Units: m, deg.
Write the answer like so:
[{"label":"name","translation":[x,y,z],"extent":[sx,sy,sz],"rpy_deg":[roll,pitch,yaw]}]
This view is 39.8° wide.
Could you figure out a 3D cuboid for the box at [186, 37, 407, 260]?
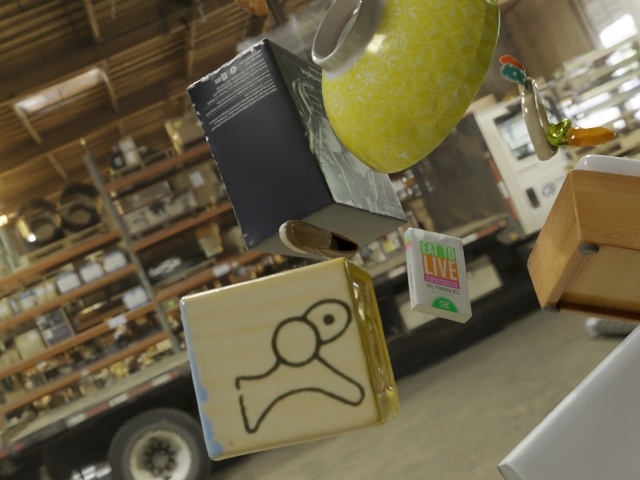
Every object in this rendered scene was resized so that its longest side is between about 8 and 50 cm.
[{"label":"box","translation":[-0.030,-0.145,1.582],"extent":[0.179,0.313,0.343],"rpy_deg":[-27,-15,22]}]

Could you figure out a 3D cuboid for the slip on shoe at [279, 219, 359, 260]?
[{"label":"slip on shoe","translation":[0.000,0.000,1.334],"extent":[0.135,0.051,0.041],"rpy_deg":[25,-36,-33]}]

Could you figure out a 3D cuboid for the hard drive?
[{"label":"hard drive","translation":[0.374,0.241,1.020],"extent":[0.307,0.203,0.040],"rpy_deg":[-36,-10,-25]}]

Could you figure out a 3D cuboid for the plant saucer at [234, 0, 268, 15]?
[{"label":"plant saucer","translation":[-0.116,-0.378,1.113],"extent":[0.037,0.200,0.200],"rpy_deg":[-20,0,-2]}]

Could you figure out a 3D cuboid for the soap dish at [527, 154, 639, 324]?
[{"label":"soap dish","translation":[0.400,0.014,1.126],"extent":[0.228,0.118,0.291],"rpy_deg":[9,-23,7]}]

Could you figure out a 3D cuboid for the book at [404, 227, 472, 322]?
[{"label":"book","translation":[0.179,0.053,1.374],"extent":[0.096,0.144,0.035],"rpy_deg":[14,-40,-21]}]

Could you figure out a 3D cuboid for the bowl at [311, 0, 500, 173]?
[{"label":"bowl","translation":[0.083,-0.252,1.179],"extent":[0.156,0.289,0.289],"rpy_deg":[25,-27,-25]}]

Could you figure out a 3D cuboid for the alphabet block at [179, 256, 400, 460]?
[{"label":"alphabet block","translation":[-0.029,0.138,1.037],"extent":[0.197,0.192,0.193],"rpy_deg":[-13,-7,10]}]

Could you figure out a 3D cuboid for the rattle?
[{"label":"rattle","translation":[0.414,-0.250,1.563],"extent":[0.142,0.200,0.130],"rpy_deg":[-12,7,40]}]
